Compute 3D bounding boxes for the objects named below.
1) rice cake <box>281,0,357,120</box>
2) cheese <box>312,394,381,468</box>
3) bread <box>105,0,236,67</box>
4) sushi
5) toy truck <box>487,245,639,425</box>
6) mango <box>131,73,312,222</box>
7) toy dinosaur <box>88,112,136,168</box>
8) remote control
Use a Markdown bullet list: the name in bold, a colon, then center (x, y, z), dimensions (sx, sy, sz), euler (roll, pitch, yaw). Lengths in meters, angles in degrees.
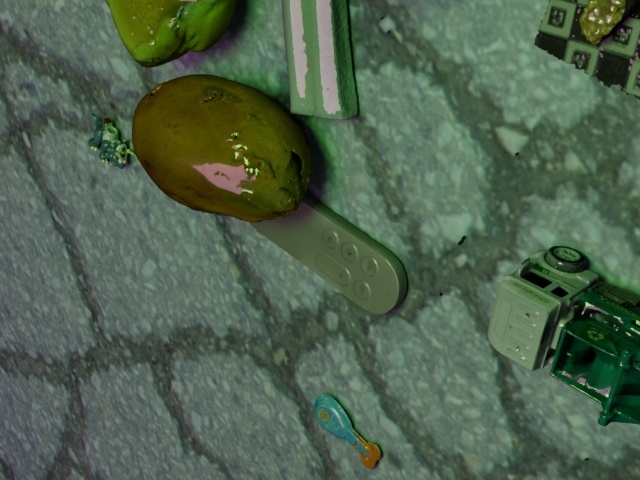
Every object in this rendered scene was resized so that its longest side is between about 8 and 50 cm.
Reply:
- **rice cake**: center (-0.008, -0.237, 1.105), dimensions (0.080, 0.042, 0.221), euler (6, 109, 36)
- **cheese**: center (0.029, 0.226, 1.255), dimensions (0.111, 0.017, 0.047), euler (44, 133, 23)
- **bread**: center (-0.213, -0.380, 1.192), dimensions (0.166, 0.112, 0.383), euler (-35, 80, 46)
- **sushi**: center (0.255, -0.218, 0.876), dimensions (0.139, 0.031, 0.201), euler (34, 125, 29)
- **toy truck**: center (0.252, 0.094, 0.932), dimensions (0.216, 0.116, 0.110), euler (30, 123, 32)
- **mango**: center (-0.114, -0.097, 1.183), dimensions (0.249, 0.151, 0.156), euler (27, 135, 33)
- **toy dinosaur**: center (-0.281, -0.133, 1.401), dimensions (0.083, 0.030, 0.047), euler (50, 131, 17)
- **remote control**: center (0.000, 0.000, 1.197), dimensions (0.245, 0.022, 0.077), euler (36, 125, 28)
